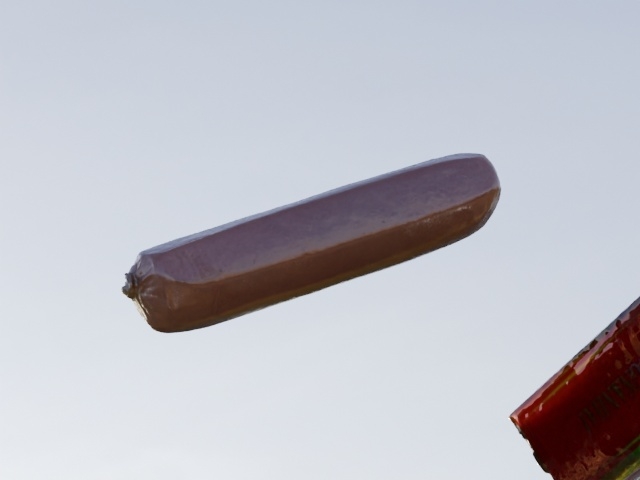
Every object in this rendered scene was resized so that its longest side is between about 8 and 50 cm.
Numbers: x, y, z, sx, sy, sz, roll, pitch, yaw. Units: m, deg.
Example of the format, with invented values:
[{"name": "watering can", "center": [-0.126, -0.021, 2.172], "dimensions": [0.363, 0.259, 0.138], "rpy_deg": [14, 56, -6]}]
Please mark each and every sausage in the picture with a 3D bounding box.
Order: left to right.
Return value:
[{"name": "sausage", "center": [0.000, 0.000, 0.610], "dimensions": [0.147, 0.035, 0.030], "rpy_deg": [-20, -23, -28]}]

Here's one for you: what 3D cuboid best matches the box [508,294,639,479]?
[{"name": "box", "center": [0.294, 0.067, 1.202], "dimensions": [0.313, 0.089, 0.197], "rpy_deg": [-11, -28, -47]}]
